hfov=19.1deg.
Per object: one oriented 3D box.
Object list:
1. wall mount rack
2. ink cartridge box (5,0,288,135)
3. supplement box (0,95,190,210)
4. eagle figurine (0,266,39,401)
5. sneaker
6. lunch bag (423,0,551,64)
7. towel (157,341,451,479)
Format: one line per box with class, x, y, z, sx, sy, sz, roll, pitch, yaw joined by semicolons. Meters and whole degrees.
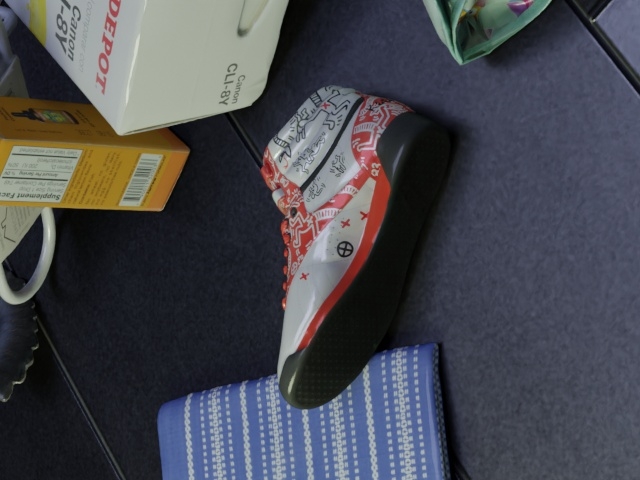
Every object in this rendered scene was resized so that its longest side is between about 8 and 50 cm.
wall mount rack;-0.371;-0.055;1.790;0.130;0.304;0.350;12;136;20
ink cartridge box;-0.195;-0.324;1.726;0.385;0.160;0.279;48;139;32
supplement box;-0.236;-0.079;1.753;0.078;0.233;0.080;43;114;35
eagle figurine;-0.442;0.076;1.992;0.298;0.225;0.226;48;167;0
sneaker;0.001;0.000;1.630;0.145;0.090;0.270;28;98;39
lunch bag;0.118;-0.296;1.505;0.223;0.160;0.262;62;145;21
towel;-0.014;0.236;1.680;0.336;0.040;0.243;-15;75;39
